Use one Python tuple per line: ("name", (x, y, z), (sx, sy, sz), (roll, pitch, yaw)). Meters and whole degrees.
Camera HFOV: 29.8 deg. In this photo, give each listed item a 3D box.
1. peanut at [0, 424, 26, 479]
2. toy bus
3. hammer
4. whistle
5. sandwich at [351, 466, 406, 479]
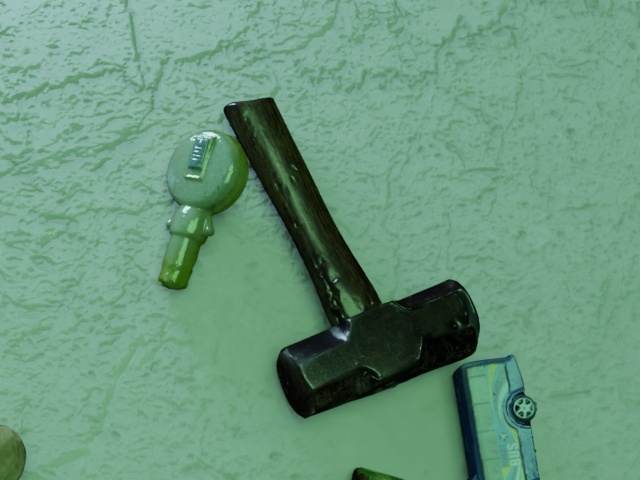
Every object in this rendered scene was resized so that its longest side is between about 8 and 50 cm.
("peanut", (-0.405, 0.269, 1.255), (0.098, 0.090, 0.214), (42, 66, 13))
("toy bus", (0.216, 0.259, 1.438), (0.094, 0.079, 0.237), (-7, 73, 0))
("hammer", (0.000, 0.000, 1.468), (0.242, 0.095, 0.409), (-22, 74, -21))
("whistle", (-0.152, -0.039, 1.432), (0.104, 0.057, 0.198), (11, 76, 31))
("sandwich", (0.062, 0.329, 1.386), (0.074, 0.074, 0.116), (18, 84, -8))
